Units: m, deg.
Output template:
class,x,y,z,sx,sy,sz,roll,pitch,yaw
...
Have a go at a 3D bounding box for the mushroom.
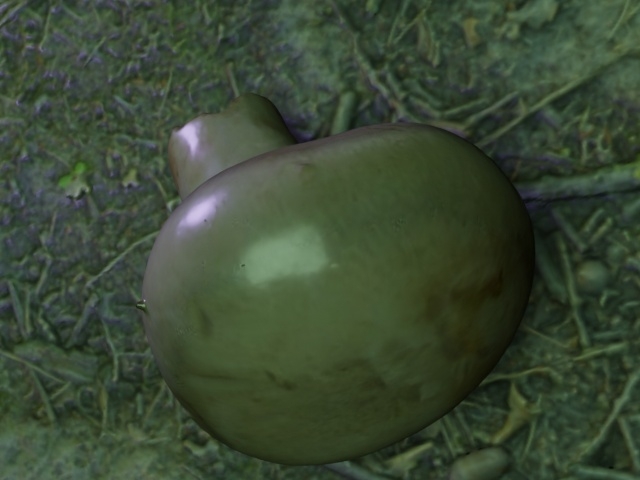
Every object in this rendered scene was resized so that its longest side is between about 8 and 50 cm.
class,x,y,z,sx,sy,sz,roll,pitch,yaw
mushroom,0.000,0.000,0.884,0.292,0.292,0.290,-41,50,20
